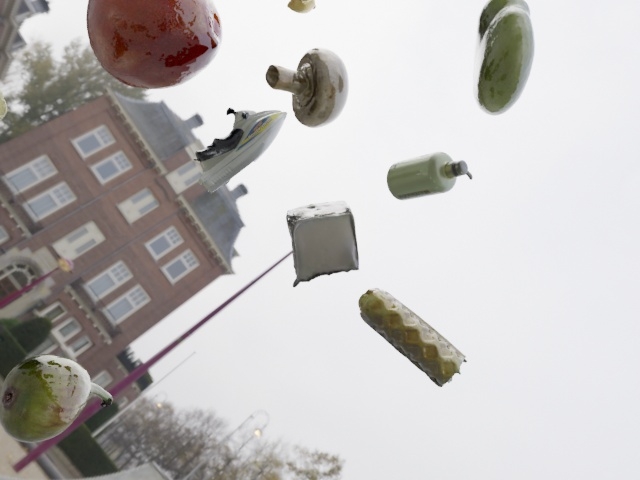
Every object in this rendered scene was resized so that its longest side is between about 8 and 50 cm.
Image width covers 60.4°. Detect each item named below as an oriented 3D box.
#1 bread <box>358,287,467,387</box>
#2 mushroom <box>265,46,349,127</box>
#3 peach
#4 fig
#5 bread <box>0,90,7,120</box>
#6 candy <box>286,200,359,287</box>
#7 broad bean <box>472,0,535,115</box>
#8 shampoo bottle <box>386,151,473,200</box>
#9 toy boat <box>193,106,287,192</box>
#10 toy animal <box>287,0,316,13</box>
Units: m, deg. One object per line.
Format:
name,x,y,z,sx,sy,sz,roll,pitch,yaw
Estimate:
bread,0.194,0.205,1.208,0.269,0.098,0.087,40,-67,13
mushroom,-0.037,-0.398,1.418,0.207,0.215,0.207,-11,-103,59
peach,-0.399,-0.521,1.351,0.333,0.307,0.307,13,-42,15
fig,-0.461,0.289,1.031,0.151,0.151,0.259,33,5,29
bread,-0.864,-0.235,1.115,0.405,0.346,0.241,-11,-75,51
candy,0.000,0.000,1.402,0.137,0.185,0.195,-119,-161,-67
broad bean,0.436,-0.450,1.326,0.238,0.119,0.290,-121,-145,-84
shampoo bottle,0.204,-0.123,1.033,0.162,0.079,0.079,-8,-63,51
toy boat,-0.203,-0.236,1.336,0.141,0.269,0.141,37,0,0
toy animal,-0.042,-0.681,1.525,0.083,0.070,0.159,16,5,-11
